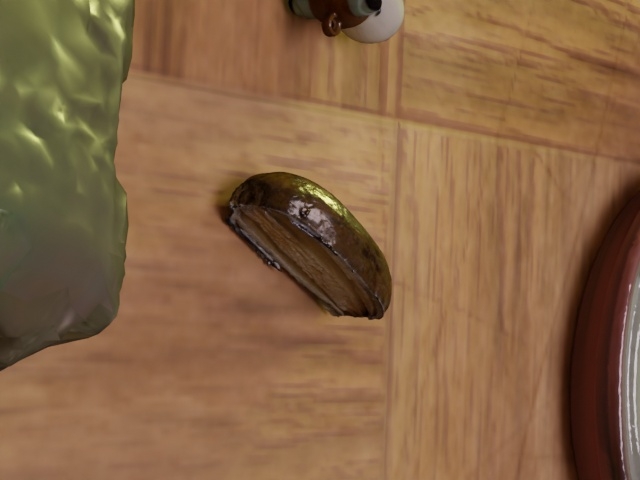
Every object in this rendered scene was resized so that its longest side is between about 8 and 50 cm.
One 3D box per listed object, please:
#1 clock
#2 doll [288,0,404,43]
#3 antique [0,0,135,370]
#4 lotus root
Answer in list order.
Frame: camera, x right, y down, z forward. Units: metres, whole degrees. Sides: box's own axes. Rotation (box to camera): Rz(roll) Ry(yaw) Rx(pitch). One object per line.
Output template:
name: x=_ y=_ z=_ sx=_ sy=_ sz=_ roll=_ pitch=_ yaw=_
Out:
clock: x=0.211 y=0.075 z=0.898 sx=0.244 sy=0.056 sz=0.244 roll=-1 pitch=92 yaw=-49
doll: x=0.019 y=-0.117 z=0.684 sx=0.058 sy=0.040 sz=0.085 roll=19 pitch=80 yaw=-61
antique: x=-0.125 y=-0.109 z=0.456 sx=0.125 sy=0.150 sz=0.284 roll=34 pitch=56 yaw=-49
lotus root: x=0.000 y=-0.002 z=0.663 sx=0.083 sy=0.037 sz=0.030 roll=43 pitch=55 yaw=-40
